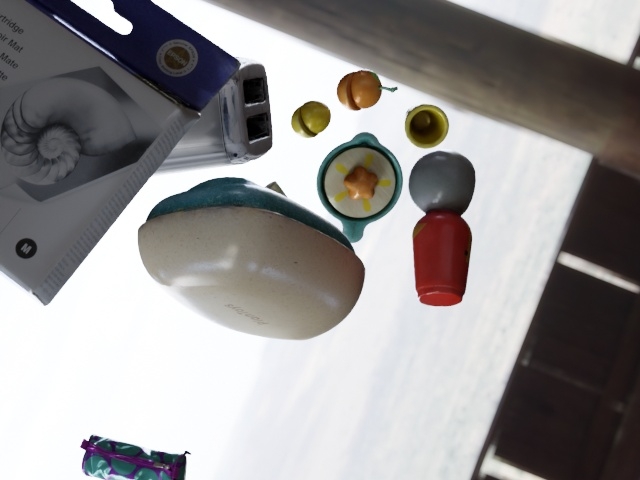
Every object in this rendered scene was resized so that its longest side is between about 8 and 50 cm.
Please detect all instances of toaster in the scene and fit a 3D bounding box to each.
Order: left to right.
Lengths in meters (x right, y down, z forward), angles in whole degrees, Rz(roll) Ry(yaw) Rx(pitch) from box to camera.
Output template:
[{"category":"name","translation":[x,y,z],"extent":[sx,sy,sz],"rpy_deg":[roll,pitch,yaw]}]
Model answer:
[{"category":"toaster","translation":[-0.140,-0.139,1.560],"extent":[0.227,0.146,0.129],"rpy_deg":[-32,-63,-77]}]

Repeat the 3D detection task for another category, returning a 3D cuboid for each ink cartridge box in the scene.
[{"category":"ink cartridge box","translation":[-0.206,-0.106,0.975],"extent":[0.224,0.223,0.045],"rpy_deg":[-53,-11,-14]}]

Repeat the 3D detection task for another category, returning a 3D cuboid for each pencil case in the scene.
[{"category":"pencil case","translation":[-0.263,0.318,2.014],"extent":[0.070,0.151,0.064],"rpy_deg":[74,-152,-60]}]

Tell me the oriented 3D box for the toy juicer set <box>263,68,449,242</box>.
[{"category":"toy juicer set","translation":[0.028,-0.110,2.170],"extent":[0.329,0.209,0.089],"rpy_deg":[-54,15,9]}]

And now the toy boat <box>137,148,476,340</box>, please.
[{"category":"toy boat","translation":[0.000,0.000,1.371],"extent":[0.267,0.318,0.148],"rpy_deg":[39,-131,-57]}]
